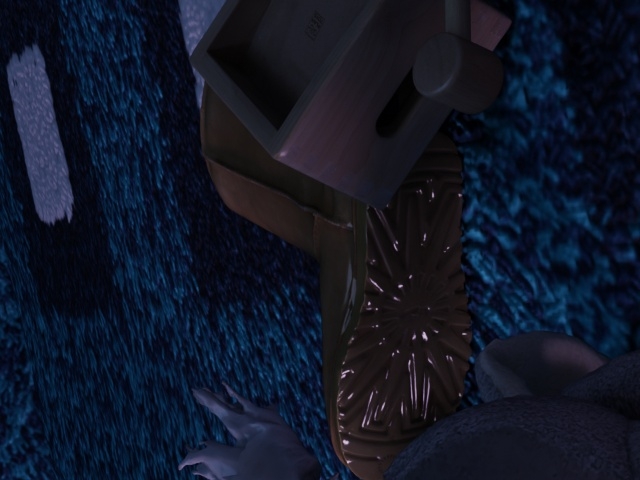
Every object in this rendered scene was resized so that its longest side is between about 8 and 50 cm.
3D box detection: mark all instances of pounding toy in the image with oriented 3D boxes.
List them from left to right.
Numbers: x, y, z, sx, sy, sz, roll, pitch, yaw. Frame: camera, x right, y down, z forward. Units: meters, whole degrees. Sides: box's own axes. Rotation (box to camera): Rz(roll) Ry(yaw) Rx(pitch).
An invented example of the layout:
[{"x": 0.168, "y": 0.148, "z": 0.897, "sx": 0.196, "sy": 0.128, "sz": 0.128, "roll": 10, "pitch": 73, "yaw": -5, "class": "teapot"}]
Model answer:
[{"x": 0.049, "y": -0.110, "z": 0.908, "sx": 0.181, "sy": 0.094, "sz": 0.206, "roll": -56, "pitch": 39, "yaw": 13, "class": "pounding toy"}]

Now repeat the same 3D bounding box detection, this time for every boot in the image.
[{"x": 0.000, "y": 0.000, "z": 1.119, "sx": 0.269, "sy": 0.089, "sz": 0.236, "roll": 32, "pitch": 118, "yaw": 59, "class": "boot"}]

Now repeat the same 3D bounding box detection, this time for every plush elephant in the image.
[{"x": 0.115, "y": 0.167, "z": 0.745, "sx": 0.330, "sy": 0.255, "sz": 0.272, "roll": 27, "pitch": 89, "yaw": 23, "class": "plush elephant"}]
